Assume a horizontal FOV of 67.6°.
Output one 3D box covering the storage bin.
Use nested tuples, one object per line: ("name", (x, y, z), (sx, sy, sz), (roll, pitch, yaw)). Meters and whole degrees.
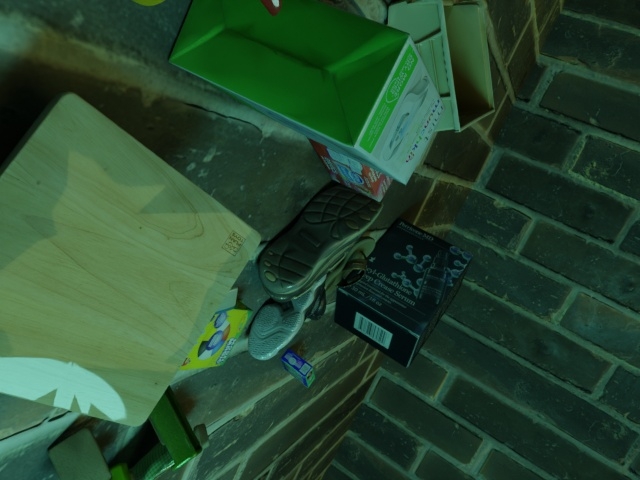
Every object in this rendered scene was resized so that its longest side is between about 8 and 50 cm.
("storage bin", (0.263, -0.376, 1.018), (0.262, 0.123, 0.260), (-34, 117, -49))

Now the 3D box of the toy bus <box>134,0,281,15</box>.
("toy bus", (-0.128, -0.284, 0.414), (0.104, 0.190, 0.202), (-22, 171, 23))

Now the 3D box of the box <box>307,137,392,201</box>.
("box", (0.074, -0.193, 0.944), (0.122, 0.128, 0.257), (-58, 158, -6))

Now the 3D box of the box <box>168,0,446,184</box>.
("box", (-0.001, -0.195, 0.596), (0.126, 0.262, 0.231), (-63, 159, 8))

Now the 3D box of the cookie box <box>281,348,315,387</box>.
("cookie box", (-0.063, 0.372, 1.390), (0.040, 0.092, 0.107), (-48, 155, -23))

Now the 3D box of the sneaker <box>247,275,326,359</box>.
("sneaker", (-0.061, 0.178, 1.136), (0.268, 0.101, 0.153), (-56, 155, -19))

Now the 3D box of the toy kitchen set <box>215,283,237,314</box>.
("toy kitchen set", (-0.247, 0.118, 0.688), (0.207, 0.122, 0.166), (-14, 133, -35))

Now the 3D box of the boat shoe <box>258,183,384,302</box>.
("boat shoe", (0.000, 0.000, 1.055), (0.355, 0.132, 0.130), (-39, 160, -27))

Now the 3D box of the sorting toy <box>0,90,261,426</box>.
("sorting toy", (-0.233, 0.030, 0.495), (0.257, 0.089, 0.255), (41, 76, -43))

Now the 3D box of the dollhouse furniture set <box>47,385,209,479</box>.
("dollhouse furniture set", (-0.321, 0.354, 0.838), (0.198, 0.151, 0.301), (-31, 167, -16))

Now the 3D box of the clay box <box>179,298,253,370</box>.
("clay box", (-0.205, 0.167, 0.874), (0.127, 0.053, 0.222), (-61, 158, 1))

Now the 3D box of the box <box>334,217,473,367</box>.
("box", (0.279, 0.165, 1.615), (0.395, 0.294, 0.212), (-46, 154, -34))

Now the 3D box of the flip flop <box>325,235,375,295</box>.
("flip flop", (0.081, 0.090, 1.373), (0.277, 0.080, 0.112), (-41, 151, -40))
